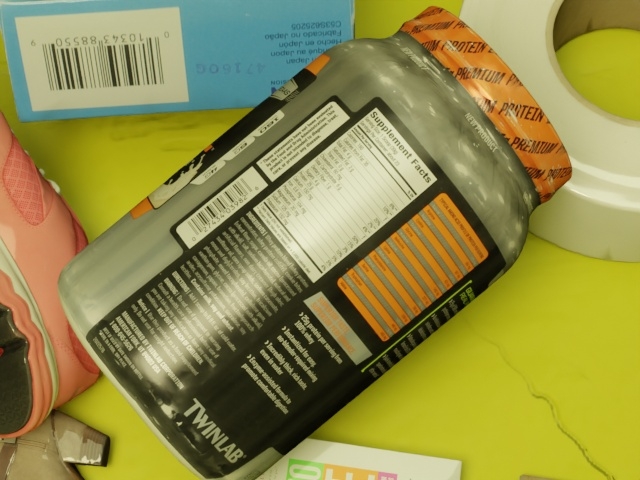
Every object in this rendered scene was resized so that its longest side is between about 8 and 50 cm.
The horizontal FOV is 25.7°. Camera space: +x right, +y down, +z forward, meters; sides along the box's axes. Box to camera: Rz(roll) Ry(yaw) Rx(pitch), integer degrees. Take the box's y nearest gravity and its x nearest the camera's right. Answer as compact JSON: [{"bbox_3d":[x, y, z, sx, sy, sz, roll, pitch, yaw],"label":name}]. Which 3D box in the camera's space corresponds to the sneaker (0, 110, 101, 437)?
[{"bbox_3d":[-0.239,-0.021,1.001,0.116,0.136,0.314,-17,90,30],"label":"sneaker"}]

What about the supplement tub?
[{"bbox_3d":[0.000,0.000,0.937,0.316,0.193,0.193,-39,71,-2],"label":"supplement tub"}]

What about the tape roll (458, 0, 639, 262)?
[{"bbox_3d":[0.244,-0.130,1.090,0.286,0.100,0.286,0,66,0],"label":"tape roll"}]

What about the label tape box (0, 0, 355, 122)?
[{"bbox_3d":[-0.109,-0.237,1.114,0.249,0.115,0.348,-5,37,-2],"label":"label tape box"}]

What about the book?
[{"bbox_3d":[0.022,0.194,0.989,0.144,0.035,0.096,7,71,2],"label":"book"}]

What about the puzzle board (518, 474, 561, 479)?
[{"bbox_3d":[0.198,0.222,0.985,0.128,0.011,0.096,8,68,4],"label":"puzzle board"}]

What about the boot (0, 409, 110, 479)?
[{"bbox_3d":[-0.200,0.177,0.994,0.087,0.042,0.118,6,65,10],"label":"boot"}]
